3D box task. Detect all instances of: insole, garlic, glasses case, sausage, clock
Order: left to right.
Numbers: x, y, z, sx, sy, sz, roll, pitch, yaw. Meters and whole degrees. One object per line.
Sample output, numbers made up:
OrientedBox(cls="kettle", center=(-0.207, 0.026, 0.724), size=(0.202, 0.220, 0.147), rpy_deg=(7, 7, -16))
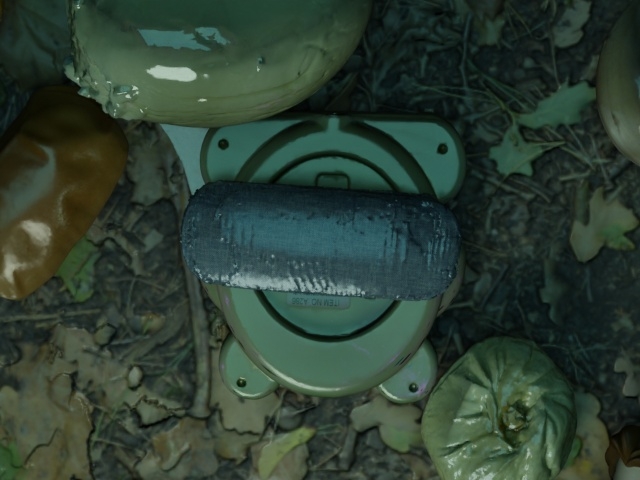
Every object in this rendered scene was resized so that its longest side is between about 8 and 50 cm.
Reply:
OrientedBox(cls="sausage", center=(-0.302, -0.054, 1.727), size=(0.136, 0.120, 0.241), rpy_deg=(33, 94, -15))
OrientedBox(cls="insole", center=(-0.141, -0.124, 1.773), size=(0.065, 0.004, 0.197), rpy_deg=(-24, 92, 3))
OrientedBox(cls="glasses case", center=(0.000, 0.000, 1.634), size=(0.282, 0.067, 0.109), rpy_deg=(4, 95, 2))
OrientedBox(cls="clock", center=(0.011, 0.014, 1.725), size=(0.284, 0.114, 0.309), rpy_deg=(1, 97, -1))
OrientedBox(cls="garlic", center=(0.354, -0.187, 1.710), size=(0.128, 0.148, 0.266), rpy_deg=(-5, 99, 39))

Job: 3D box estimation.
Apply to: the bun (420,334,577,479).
OrientedBox(cls="bun", center=(0.191, 0.195, 1.726), size=(0.164, 0.111, 0.188), rpy_deg=(30, 98, -1))

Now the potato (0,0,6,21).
OrientedBox(cls="potato", center=(-0.420, -0.256, 1.726), size=(0.178, 0.109, 0.118), rpy_deg=(2, 72, -3))

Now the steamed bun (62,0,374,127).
OrientedBox(cls="steamed bun", center=(-0.107, -0.241, 1.631), size=(0.312, 0.233, 0.334), rpy_deg=(3, 55, -7))

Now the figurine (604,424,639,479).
OrientedBox(cls="figurine", center=(0.342, 0.305, 1.717), size=(0.189, 0.142, 0.263), rpy_deg=(24, 93, -31))
